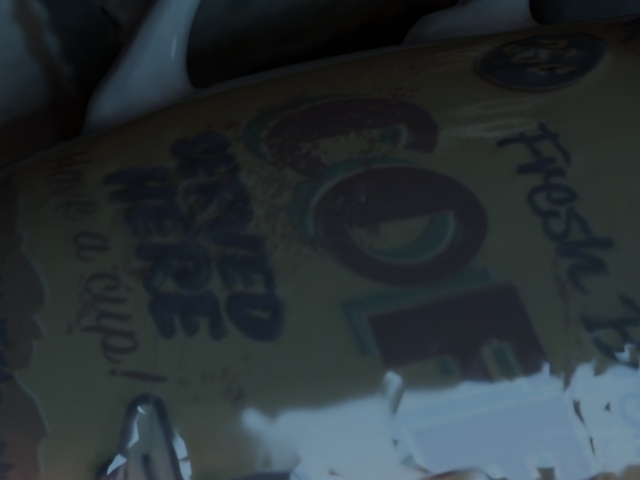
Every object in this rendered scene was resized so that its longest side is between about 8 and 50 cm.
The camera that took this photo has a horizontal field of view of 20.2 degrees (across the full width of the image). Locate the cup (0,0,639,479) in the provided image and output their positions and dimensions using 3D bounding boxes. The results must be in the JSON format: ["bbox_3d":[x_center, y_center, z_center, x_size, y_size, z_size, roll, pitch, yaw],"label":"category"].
[{"bbox_3d":[0.000,0.000,0.620,0.257,0.227,0.301,-3,88,-13],"label":"cup"}]
